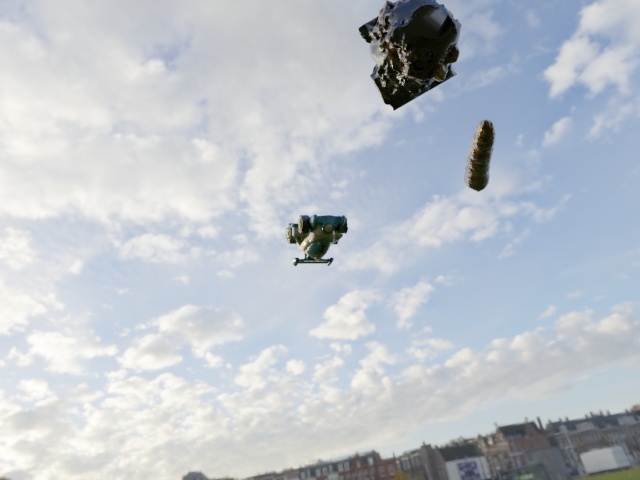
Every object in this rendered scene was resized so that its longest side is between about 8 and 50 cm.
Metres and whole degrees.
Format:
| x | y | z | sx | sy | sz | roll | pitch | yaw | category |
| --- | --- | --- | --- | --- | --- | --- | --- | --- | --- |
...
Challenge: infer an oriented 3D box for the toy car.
| x | y | z | sx | sy | sz | roll | pitch | yaw | category |
| --- | --- | --- | --- | --- | --- | --- | --- | --- | --- |
| 0.000 | 0.000 | 1.012 | 0.126 | 0.098 | 0.161 | 0 | -11 | -19 | toy car |

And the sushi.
| x | y | z | sx | sy | sz | roll | pitch | yaw | category |
| --- | --- | --- | --- | --- | --- | --- | --- | --- | --- |
| 0.171 | -0.360 | 0.834 | 0.153 | 0.172 | 0.150 | -31 | 8 | -7 | sushi |

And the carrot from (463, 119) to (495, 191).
| x | y | z | sx | sy | sz | roll | pitch | yaw | category |
| --- | --- | --- | --- | --- | --- | --- | --- | --- | --- |
| 0.386 | -0.198 | 1.110 | 0.066 | 0.066 | 0.314 | -16 | -20 | 9 | carrot |
